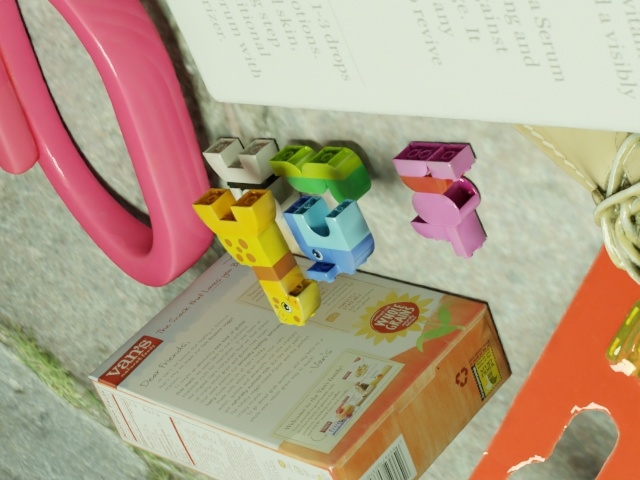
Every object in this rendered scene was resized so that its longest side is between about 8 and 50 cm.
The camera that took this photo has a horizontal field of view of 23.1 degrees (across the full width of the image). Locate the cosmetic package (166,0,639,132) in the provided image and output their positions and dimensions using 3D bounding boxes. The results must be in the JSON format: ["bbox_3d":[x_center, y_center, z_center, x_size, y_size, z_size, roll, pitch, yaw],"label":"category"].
[{"bbox_3d":[0.110,-0.173,0.551,0.453,0.161,0.230,10,133,46],"label":"cosmetic package"}]

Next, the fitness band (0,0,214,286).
[{"bbox_3d":[-0.166,-0.093,1.083,0.209,0.054,0.291,23,143,38],"label":"fitness band"}]

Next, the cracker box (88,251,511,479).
[{"bbox_3d":[-0.017,0.088,1.013,0.232,0.155,0.067,14,137,43],"label":"cracker box"}]

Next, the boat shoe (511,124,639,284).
[{"bbox_3d":[0.174,-0.027,0.700,0.302,0.098,0.109,35,147,20],"label":"boat shoe"}]

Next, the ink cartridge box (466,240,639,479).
[{"bbox_3d":[0.221,0.214,0.746,0.385,0.308,0.091,33,-169,22],"label":"ink cartridge box"}]

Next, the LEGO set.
[{"bbox_3d":[0.000,0.000,0.960,0.227,0.087,0.093,7,130,49],"label":"LEGO set"}]
